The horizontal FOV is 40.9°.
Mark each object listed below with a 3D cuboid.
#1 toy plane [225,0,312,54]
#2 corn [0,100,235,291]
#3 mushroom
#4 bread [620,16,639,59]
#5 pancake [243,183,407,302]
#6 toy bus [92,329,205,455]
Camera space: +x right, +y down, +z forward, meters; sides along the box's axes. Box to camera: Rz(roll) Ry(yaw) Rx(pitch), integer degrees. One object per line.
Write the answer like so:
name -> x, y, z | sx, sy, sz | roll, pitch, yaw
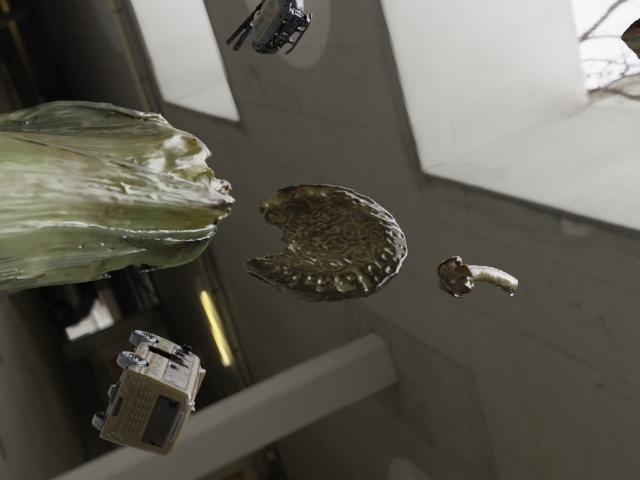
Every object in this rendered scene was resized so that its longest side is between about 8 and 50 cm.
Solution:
toy plane -> -0.028, -0.193, 0.690 | 0.120, 0.031, 0.049 | -52, -123, 18
corn -> -0.211, -0.030, 0.673 | 0.123, 0.305, 0.122 | 52, -50, 26
mushroom -> 0.256, 0.066, 1.351 | 0.060, 0.187, 0.061 | -61, -139, 24
bread -> 0.377, -0.231, 0.913 | 0.043, 0.062, 0.109 | 38, -9, -20
pancake -> 0.000, 0.000, 1.368 | 0.288, 0.286, 0.033 | 41, -40, 38
toy bus -> -0.294, 0.265, 1.525 | 0.289, 0.157, 0.139 | -133, -114, -82
